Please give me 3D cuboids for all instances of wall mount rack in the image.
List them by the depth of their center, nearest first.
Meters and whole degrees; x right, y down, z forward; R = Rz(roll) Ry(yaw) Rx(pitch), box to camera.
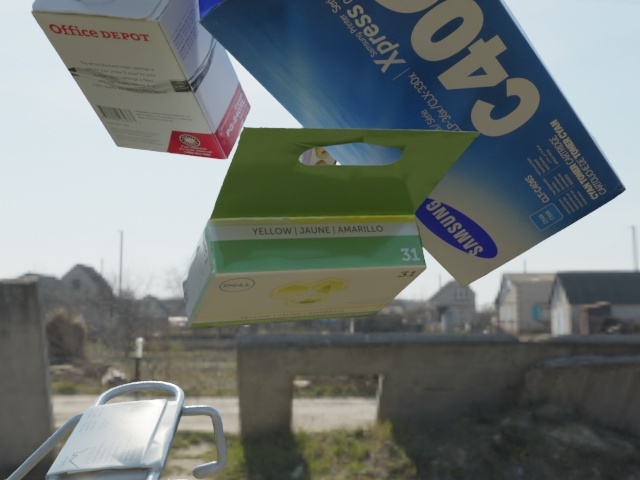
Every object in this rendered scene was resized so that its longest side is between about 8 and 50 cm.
[{"bbox_3d":[-0.266,0.277,0.932,0.304,0.130,0.350,-5,11,-1],"label":"wall mount rack"}]

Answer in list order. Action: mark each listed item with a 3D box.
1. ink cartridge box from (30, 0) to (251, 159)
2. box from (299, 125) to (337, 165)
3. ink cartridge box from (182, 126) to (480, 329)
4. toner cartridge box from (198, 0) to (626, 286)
[{"bbox_3d":[-0.131,-0.136,0.637,0.109,0.063,0.150,10,-31,21],"label":"ink cartridge box"},{"bbox_3d":[0.022,-0.228,1.427,0.067,0.324,0.063,19,6,-25],"label":"box"},{"bbox_3d":[0.000,0.000,0.623,0.171,0.056,0.235,-2,-23,-20],"label":"ink cartridge box"},{"bbox_3d":[0.083,-0.114,0.636,0.165,0.075,0.348,-33,-50,20],"label":"toner cartridge box"}]
